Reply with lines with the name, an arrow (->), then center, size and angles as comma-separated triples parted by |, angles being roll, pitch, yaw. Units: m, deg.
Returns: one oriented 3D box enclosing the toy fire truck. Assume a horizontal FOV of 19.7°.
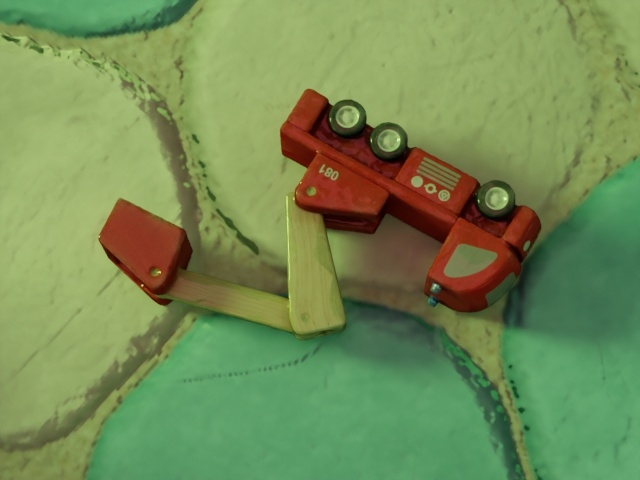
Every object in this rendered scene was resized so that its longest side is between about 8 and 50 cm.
toy fire truck -> 0.000, 0.000, 0.939 | 0.192, 0.047, 0.135 | 29, 78, 8
